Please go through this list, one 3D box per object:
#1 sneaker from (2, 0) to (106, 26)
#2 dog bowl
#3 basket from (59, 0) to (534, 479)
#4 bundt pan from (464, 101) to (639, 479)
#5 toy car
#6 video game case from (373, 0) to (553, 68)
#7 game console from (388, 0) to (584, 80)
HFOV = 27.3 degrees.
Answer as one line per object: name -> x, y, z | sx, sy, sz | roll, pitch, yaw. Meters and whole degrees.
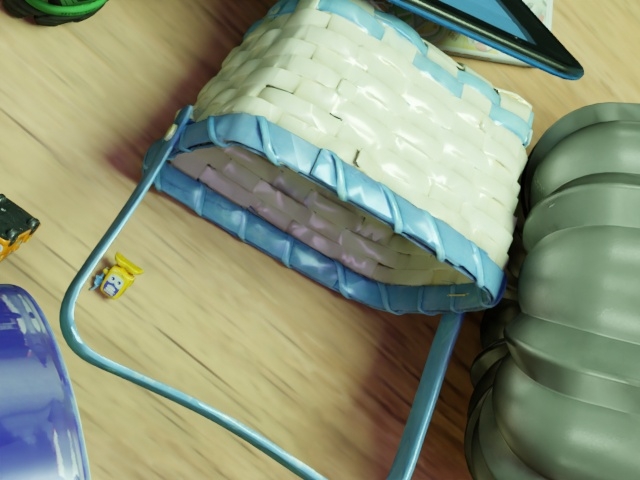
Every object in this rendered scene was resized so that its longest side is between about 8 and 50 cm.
sneaker -> -0.170, -0.317, 0.824 | 0.134, 0.146, 0.344 | -15, 95, -24
dog bowl -> -0.213, 0.157, 0.736 | 0.104, 0.265, 0.265 | -3, 91, -28
basket -> 0.000, 0.000, 0.866 | 0.254, 0.201, 0.289 | 34, 67, -19
bundt pan -> 0.180, 0.054, 0.907 | 0.124, 0.331, 0.331 | 13, 84, 2
toy car -> -0.181, 0.015, 0.868 | 0.122, 0.060, 0.040 | 31, 109, -15
video game case -> 0.093, -0.258, 1.011 | 0.206, 0.026, 0.227 | 5, 88, -24
game console -> 0.053, -0.262, 0.882 | 0.293, 0.173, 0.250 | 20, 83, -24
